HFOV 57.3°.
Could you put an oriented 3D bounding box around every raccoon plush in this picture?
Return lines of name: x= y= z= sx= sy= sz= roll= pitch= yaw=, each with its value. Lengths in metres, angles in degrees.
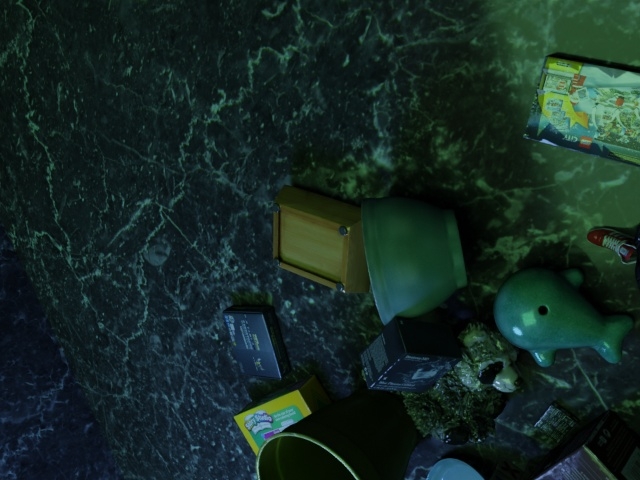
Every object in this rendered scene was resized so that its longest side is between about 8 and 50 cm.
raccoon plush: x=0.271 y=0.285 z=1.408 sx=0.446 sy=0.216 sz=0.299 roll=13 pitch=109 yaw=33

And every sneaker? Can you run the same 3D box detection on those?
sneaker: x=0.573 y=0.010 z=1.135 sx=0.118 sy=0.067 sz=0.042 roll=17 pitch=118 yaw=31

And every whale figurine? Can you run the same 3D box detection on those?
whale figurine: x=0.493 y=0.159 z=1.193 sx=0.272 sy=0.141 sz=0.216 roll=22 pitch=89 yaw=14

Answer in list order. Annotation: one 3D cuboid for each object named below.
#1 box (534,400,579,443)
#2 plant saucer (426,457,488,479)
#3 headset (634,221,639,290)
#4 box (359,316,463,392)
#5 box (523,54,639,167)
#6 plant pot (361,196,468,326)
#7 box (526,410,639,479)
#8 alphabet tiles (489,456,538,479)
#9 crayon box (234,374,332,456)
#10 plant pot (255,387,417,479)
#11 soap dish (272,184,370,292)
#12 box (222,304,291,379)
box: x=0.549 y=0.425 z=1.365 sx=0.067 sy=0.018 sz=0.083 roll=35 pitch=127 yaw=21
plant saucer: x=0.388 y=0.731 z=1.529 sx=0.317 sy=0.043 sz=0.318 roll=2 pitch=93 yaw=61
headset: x=0.642 y=-0.025 z=0.956 sx=0.243 sy=0.185 sz=0.394 roll=-11 pitch=78 yaw=16
box: x=0.195 y=0.255 z=1.285 sx=0.158 sy=0.155 sz=0.093 roll=-56 pitch=35 yaw=38
box: x=0.515 y=-0.242 z=1.085 sx=0.233 sy=0.044 sz=0.159 roll=23 pitch=121 yaw=28
plant pot: x=0.217 y=0.032 z=1.303 sx=0.196 sy=0.293 sz=0.293 roll=-10 pitch=104 yaw=12
box: x=0.591 y=0.513 z=1.261 sx=0.167 sy=0.168 sz=0.203 roll=48 pitch=131 yaw=20
alphabet tiles: x=0.532 y=0.629 z=1.292 sx=0.342 sy=0.285 sz=0.011 roll=33 pitch=116 yaw=22
crayon box: x=-0.073 y=0.630 z=1.873 sx=0.363 sy=0.106 sz=0.313 roll=-33 pitch=86 yaw=41
plant pot: x=0.081 y=0.580 z=1.565 sx=0.366 sy=0.353 sz=0.367 roll=14 pitch=116 yaw=32
soap dish: x=0.000 y=0.000 z=1.534 sx=0.290 sy=0.118 sz=0.229 roll=20 pitch=120 yaw=31
box: x=-0.205 y=0.322 z=1.869 sx=0.183 sy=0.059 sz=0.233 roll=-3 pitch=107 yaw=37
